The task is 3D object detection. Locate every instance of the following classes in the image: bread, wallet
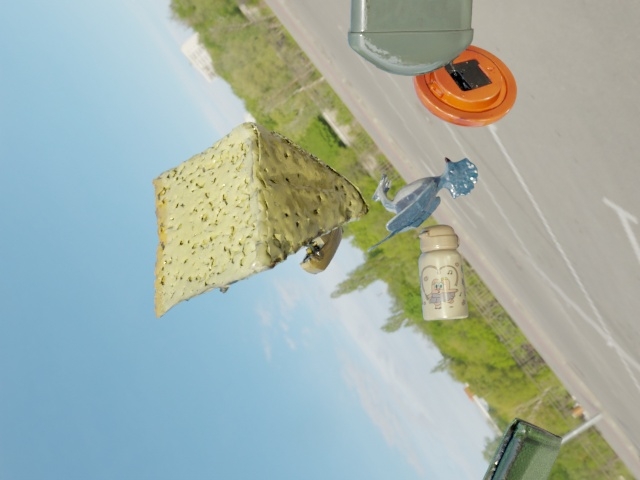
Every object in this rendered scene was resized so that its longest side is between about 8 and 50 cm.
[{"bbox_3d":[-0.076,0.009,0.808,0.315,0.248,0.279,32,-136,-39],"label":"bread"},{"bbox_3d":[0.338,0.438,0.962,0.160,0.236,0.055,30,177,-35],"label":"wallet"}]

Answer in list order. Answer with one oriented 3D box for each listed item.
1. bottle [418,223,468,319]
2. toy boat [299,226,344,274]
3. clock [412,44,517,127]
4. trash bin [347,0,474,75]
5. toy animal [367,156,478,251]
[{"bbox_3d":[0.273,0.069,1.209,0.110,0.097,0.209,3,-100,-33],"label":"bottle"},{"bbox_3d":[0.000,0.000,1.798,0.121,0.089,0.321,59,-151,-18],"label":"toy boat"},{"bbox_3d":[0.280,-0.306,1.058,0.205,0.205,0.051,54,159,19],"label":"clock"},{"bbox_3d":[0.126,-0.353,0.759,0.101,0.177,0.236,-76,-13,-64],"label":"trash bin"},{"bbox_3d":[0.193,-0.072,1.108,0.176,0.255,0.239,26,-175,18],"label":"toy animal"}]
